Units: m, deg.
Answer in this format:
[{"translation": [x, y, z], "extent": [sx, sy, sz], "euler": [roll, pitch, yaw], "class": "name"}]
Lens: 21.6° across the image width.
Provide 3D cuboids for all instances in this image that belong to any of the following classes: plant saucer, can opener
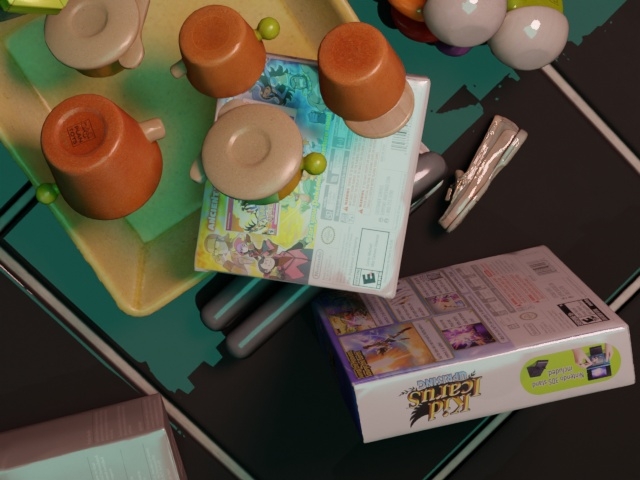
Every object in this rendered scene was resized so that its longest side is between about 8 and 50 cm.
[{"translation": [-0.130, -0.152, 1.554], "extent": [0.333, 0.081, 0.333], "euler": [-34, 104, 0], "class": "plant saucer"}, {"translation": [0.000, 0.000, 1.602], "extent": [0.280, 0.093, 0.074], "euler": [-42, 81, 7], "class": "can opener"}]

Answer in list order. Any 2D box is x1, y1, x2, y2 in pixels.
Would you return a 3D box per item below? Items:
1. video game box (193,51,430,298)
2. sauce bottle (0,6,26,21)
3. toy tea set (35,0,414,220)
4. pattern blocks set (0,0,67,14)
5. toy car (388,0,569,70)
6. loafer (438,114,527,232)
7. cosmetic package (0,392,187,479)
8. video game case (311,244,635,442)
[{"translation": [-0.009, -0.061, 1.516], "extent": [0.187, 0.048, 0.205], "euler": [9, 101, -4], "class": "video game box"}, {"translation": [-0.320, -0.360, 1.432], "extent": [0.111, 0.111, 0.344], "euler": [-19, 86, -4], "class": "sauce bottle"}, {"translation": [-0.088, -0.106, 1.447], "extent": [0.336, 0.124, 0.200], "euler": [8, 71, 14], "class": "toy tea set"}, {"translation": [-0.245, -0.325, 1.383], "extent": [0.325, 0.026, 0.285], "euler": [-7, 81, -31], "class": "pattern blocks set"}, {"translation": [0.136, -0.227, 1.551], "extent": [0.182, 0.159, 0.136], "euler": [15, 145, -34], "class": "toy car"}, {"translation": [0.150, -0.066, 1.636], "extent": [0.039, 0.045, 0.125], "euler": [38, 88, 3], "class": "loafer"}, {"translation": [-0.252, 0.232, 1.598], "extent": [0.238, 0.127, 0.107], "euler": [-16, 103, -3], "class": "cosmetic package"}, {"translation": [0.130, 0.089, 1.545], "extent": [0.244, 0.269, 0.061], "euler": [-11, 106, -5], "class": "video game case"}]
